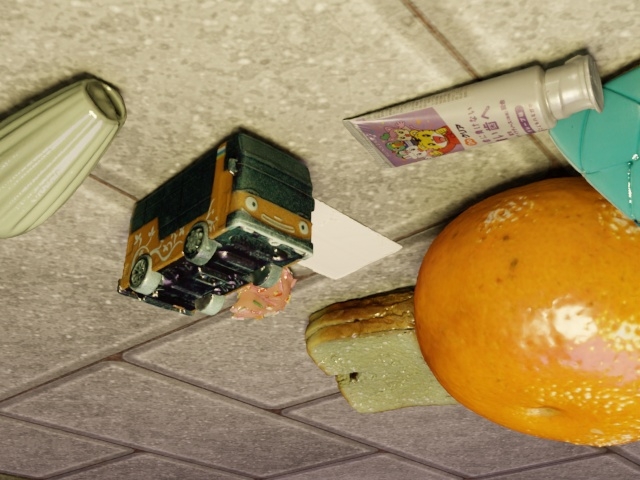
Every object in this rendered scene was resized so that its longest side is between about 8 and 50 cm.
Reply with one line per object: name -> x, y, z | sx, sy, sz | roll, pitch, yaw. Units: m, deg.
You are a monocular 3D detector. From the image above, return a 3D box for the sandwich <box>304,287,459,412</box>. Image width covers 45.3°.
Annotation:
sandwich -> 0.118, 0.214, 1.430 | 0.249, 0.095, 0.273 | -13, 134, 26

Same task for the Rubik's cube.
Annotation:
Rubik's cube -> 0.377, -0.088, 0.872 | 0.254, 0.254, 0.254 | -1, 149, -1

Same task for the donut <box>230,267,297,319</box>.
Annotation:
donut -> -0.096, 0.080, 1.279 | 0.117, 0.065, 0.166 | -1, 151, 0

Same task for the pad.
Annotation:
pad -> 0.000, 0.000, 1.206 | 0.156, 0.004, 0.232 | -27, 141, 37

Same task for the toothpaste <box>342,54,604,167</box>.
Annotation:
toothpaste -> 0.178, -0.146, 0.917 | 0.299, 0.073, 0.114 | -12, 148, 31

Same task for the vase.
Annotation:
vase -> -0.332, -0.100, 0.912 | 0.248, 0.128, 0.128 | -32, 139, 26

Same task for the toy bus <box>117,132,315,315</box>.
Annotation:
toy bus -> -0.139, -0.014, 1.023 | 0.138, 0.167, 0.275 | 24, 145, -36

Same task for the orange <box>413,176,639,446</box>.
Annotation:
orange -> 0.341, 0.092, 1.065 | 0.424, 0.326, 0.424 | 15, 149, 9
